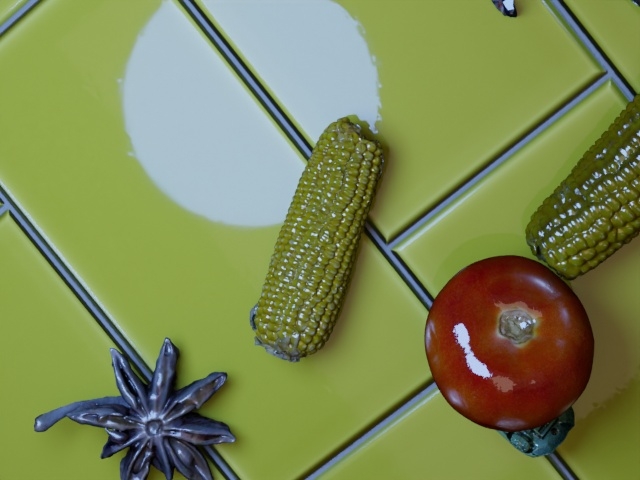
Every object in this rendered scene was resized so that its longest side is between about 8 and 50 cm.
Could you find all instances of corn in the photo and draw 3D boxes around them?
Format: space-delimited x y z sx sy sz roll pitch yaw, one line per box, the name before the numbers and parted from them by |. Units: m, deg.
corn | 0.000 0.000 1.404 0.106 0.106 0.293 20 97 3
corn | 0.373 -0.102 1.335 0.120 0.120 0.363 42 104 0

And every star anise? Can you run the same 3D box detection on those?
star anise | -0.216 0.218 1.460 0.231 0.089 0.209 27 88 -3

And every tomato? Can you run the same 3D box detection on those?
tomato | 0.209 0.116 1.334 0.195 0.136 0.195 0 69 1

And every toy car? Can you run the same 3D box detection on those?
toy car | 0.213 0.176 1.416 0.186 0.058 0.093 38 79 13

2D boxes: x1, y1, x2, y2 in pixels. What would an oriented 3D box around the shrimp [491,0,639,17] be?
shrimp | 0.270 -0.304 1.352 0.219 0.046 0.152 40 99 4
